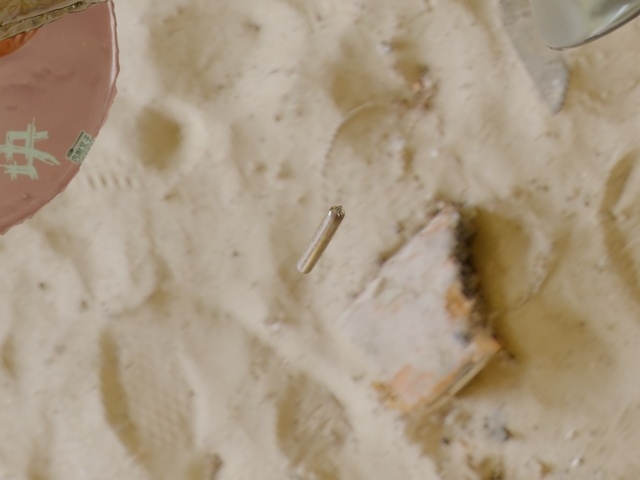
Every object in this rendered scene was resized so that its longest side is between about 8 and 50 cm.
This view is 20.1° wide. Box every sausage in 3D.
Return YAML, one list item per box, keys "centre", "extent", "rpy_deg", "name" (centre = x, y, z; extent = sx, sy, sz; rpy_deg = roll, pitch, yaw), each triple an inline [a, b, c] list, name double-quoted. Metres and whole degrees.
- centre: [0.000, 0.000, 1.463]
  extent: [0.015, 0.015, 0.100]
  rpy_deg: [43, 143, 9]
  name: "sausage"

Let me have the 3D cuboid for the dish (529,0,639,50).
- centre: [0.202, -0.265, 1.078]
  extent: [0.106, 0.316, 0.316]
  rpy_deg: [37, 121, -10]
  name: "dish"

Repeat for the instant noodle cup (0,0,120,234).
- centre: [-0.236, -0.123, 1.119]
  extent: [0.243, 0.231, 0.243]
  rpy_deg: [0, 97, -2]
  name: "instant noodle cup"

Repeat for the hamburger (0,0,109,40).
- centre: [-0.149, -0.213, 0.796]
  extent: [0.134, 0.285, 0.266]
  rpy_deg: [31, 137, 27]
  name: "hamburger"
